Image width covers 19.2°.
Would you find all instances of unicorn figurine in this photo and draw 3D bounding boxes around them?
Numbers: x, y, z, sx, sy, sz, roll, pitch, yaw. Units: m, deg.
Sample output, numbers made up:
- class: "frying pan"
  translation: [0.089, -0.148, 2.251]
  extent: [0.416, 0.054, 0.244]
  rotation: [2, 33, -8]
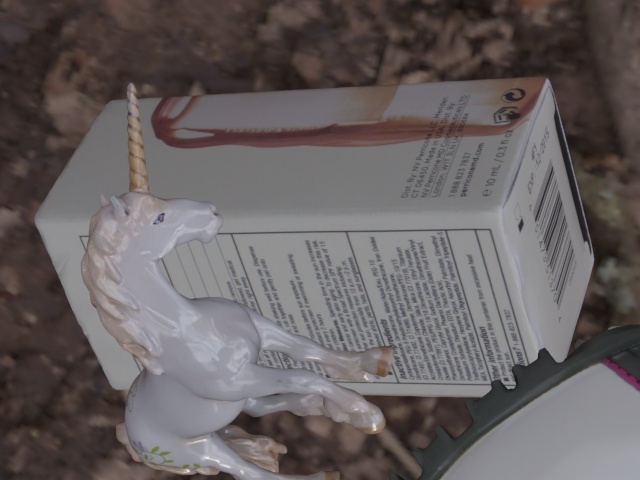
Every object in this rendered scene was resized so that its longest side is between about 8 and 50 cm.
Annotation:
- class: "unicorn figurine"
  translation: [-0.034, 0.040, 0.640]
  extent: [0.111, 0.060, 0.162]
  rotation: [16, 131, -8]

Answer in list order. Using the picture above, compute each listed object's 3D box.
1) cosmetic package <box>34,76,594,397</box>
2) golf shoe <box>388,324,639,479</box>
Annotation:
- class: "cosmetic package"
  translation: [0.000, 0.000, 1.146]
  extent: [0.129, 0.296, 0.153]
  rotation: [-66, 147, -44]
- class: "golf shoe"
  translation: [0.140, 0.073, 0.432]
  extent: [0.273, 0.120, 0.105]
  rotation: [-11, 120, 3]
